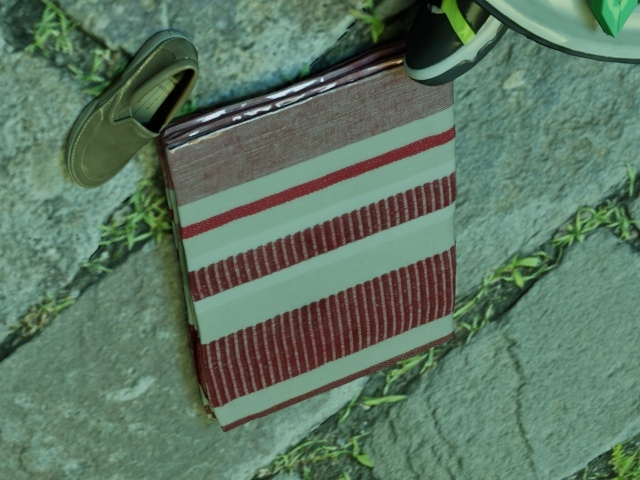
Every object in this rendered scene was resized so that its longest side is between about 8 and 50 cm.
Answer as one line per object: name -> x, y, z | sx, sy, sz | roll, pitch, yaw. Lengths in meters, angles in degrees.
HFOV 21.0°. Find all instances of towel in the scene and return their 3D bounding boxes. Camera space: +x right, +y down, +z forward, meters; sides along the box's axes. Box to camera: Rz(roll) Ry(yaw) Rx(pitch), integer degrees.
towel -> 0.000, 0.000, 1.370 | 0.237, 0.037, 0.329 | -20, 136, -15

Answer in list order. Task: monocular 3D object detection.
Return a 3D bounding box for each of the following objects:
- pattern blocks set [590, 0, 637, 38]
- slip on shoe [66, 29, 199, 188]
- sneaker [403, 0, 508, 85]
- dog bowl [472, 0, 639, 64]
pattern blocks set -> 0.312, -0.215, 1.046 | 0.325, 0.026, 0.285 | -17, 119, -10
slip on shoe -> -0.130, -0.085, 1.216 | 0.051, 0.041, 0.135 | 28, 111, -42
sneaker -> 0.106, -0.223, 1.208 | 0.097, 0.084, 0.235 | 24, 105, -28
dog bowl -> 0.201, -0.325, 1.055 | 0.408, 0.150, 0.408 | -8, 117, -16
